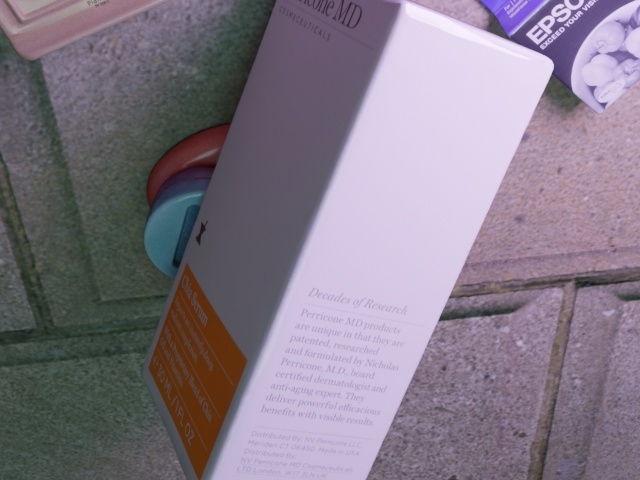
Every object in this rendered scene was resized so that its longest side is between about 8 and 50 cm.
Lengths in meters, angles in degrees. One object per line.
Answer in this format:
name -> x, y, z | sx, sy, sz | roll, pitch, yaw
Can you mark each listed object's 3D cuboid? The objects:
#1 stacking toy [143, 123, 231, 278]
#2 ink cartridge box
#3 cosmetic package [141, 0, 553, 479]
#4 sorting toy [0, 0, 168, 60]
stacking toy -> -0.030, 0.018, 1.022 | 0.279, 0.130, 0.309 | -22, 130, 10
ink cartridge box -> 0.281, -0.253, 0.898 | 0.208, 0.045, 0.206 | 31, 119, -28
cosmetic package -> 0.000, 0.000, 0.850 | 0.161, 0.230, 0.454 | 13, 107, -30
sorting toy -> -0.233, -0.281, 0.808 | 0.192, 0.038, 0.208 | -21, 125, 9
